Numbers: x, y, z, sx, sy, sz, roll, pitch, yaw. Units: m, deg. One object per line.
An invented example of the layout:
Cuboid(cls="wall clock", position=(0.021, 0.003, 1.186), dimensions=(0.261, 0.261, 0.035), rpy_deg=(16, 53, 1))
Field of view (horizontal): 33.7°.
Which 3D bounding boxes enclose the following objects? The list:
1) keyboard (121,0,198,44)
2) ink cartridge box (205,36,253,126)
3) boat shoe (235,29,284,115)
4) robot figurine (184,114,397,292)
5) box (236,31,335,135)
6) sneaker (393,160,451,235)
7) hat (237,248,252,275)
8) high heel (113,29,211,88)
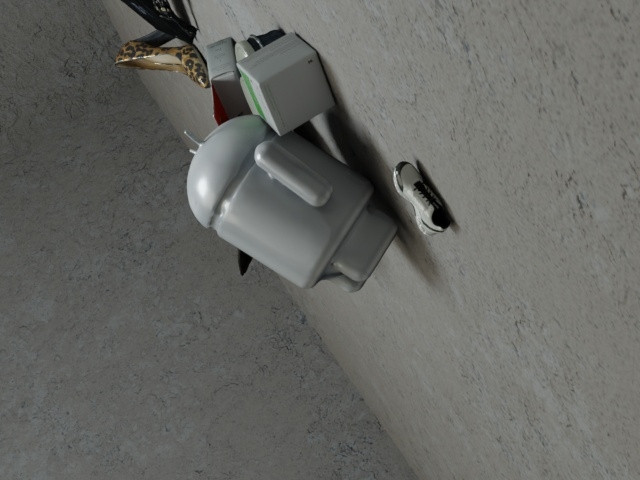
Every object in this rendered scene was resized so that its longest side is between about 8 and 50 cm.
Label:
Cuboid(cls="keyboard", position=(-0.367, -0.513, 2.339), dimensions=(0.202, 0.033, 0.317), rpy_deg=(27, 178, 25))
Cuboid(cls="ink cartridge box", position=(-0.144, -0.219, 2.055), dimensions=(0.238, 0.060, 0.275), rpy_deg=(-103, -7, -48))
Cuboid(cls="boat shoe", position=(-0.088, -0.266, 1.734), dimensions=(0.095, 0.079, 0.254), rpy_deg=(58, 170, 20))
Cuboid(cls="robot figurine", position=(-0.058, -0.061, 1.641), dimensions=(0.354, 0.199, 0.300), rpy_deg=(32, 158, 1))
Cuboid(cls="box", position=(-0.050, -0.230, 1.555), dimensions=(0.087, 0.102, 0.101), rpy_deg=(47, 164, 48))
Cuboid(cls="sneaker", position=(0.133, -0.056, 1.354), dimensions=(0.109, 0.040, 0.044), rpy_deg=(57, 156, -14))
Cuboid(cls="hat", position=(-0.052, -0.070, 1.923), dimensions=(0.134, 0.331, 0.331), rpy_deg=(18, 164, 6))
Cuboid(cls="high heel", position=(-0.383, -0.414, 2.571), dimensions=(0.261, 0.186, 0.093), rpy_deg=(53, 170, 35))
